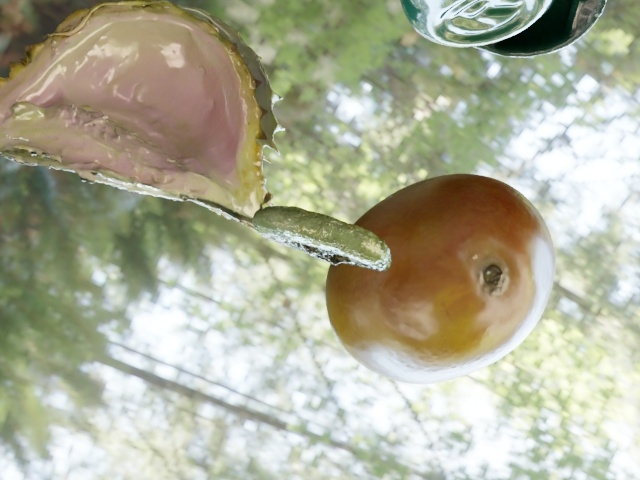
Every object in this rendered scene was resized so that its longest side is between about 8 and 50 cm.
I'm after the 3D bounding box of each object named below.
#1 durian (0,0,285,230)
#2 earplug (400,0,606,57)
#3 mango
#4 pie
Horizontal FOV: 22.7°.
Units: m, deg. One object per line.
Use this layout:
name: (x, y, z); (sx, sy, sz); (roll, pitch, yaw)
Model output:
durian: (-0.161, -0.136, 1.525); (0.185, 0.305, 0.195); (142, -36, -89)
earplug: (0.147, -0.257, 1.285); (0.164, 0.257, 0.280); (-2, -146, 19)
mango: (0.079, 0.018, 1.045); (0.151, 0.221, 0.120); (-21, -80, 12)
pie: (0.001, 0.000, 0.893); (0.084, 0.084, 0.021); (11, -101, 44)
